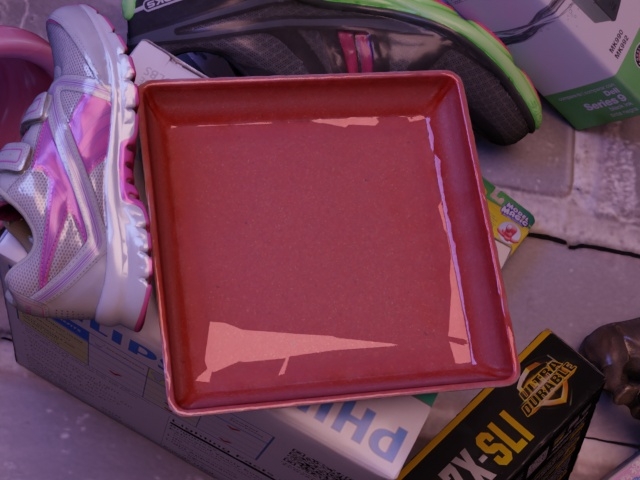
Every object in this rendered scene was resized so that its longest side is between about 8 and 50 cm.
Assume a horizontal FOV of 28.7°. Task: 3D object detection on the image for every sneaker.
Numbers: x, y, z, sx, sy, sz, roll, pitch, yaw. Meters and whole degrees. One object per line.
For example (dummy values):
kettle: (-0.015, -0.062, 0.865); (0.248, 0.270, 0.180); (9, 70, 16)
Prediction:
sneaker: (-0.185, -0.056, 0.892); (0.111, 0.103, 0.252); (-4, 69, -13)
sneaker: (0.011, -0.189, 1.337); (0.482, 0.185, 0.202); (17, 99, -17)

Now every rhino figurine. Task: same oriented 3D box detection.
rhino figurine: (0.388, 0.110, 1.341); (0.243, 0.073, 0.106); (-17, 42, -17)

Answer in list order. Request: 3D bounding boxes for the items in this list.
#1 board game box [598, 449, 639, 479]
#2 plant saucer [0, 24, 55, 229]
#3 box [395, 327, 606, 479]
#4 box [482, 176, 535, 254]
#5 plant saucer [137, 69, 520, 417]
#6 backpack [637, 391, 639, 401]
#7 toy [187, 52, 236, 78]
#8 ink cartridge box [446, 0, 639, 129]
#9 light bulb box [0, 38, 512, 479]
board game box: (0.446, 0.330, 1.281); (0.318, 0.066, 0.318); (-32, 78, -20)
plant saucer: (-0.376, -0.076, 1.131); (0.332, 0.332, 0.084); (-37, 73, -21)
box: (0.116, 0.259, 1.138); (0.322, 0.257, 0.079); (-41, 67, -21)
box: (0.145, 0.011, 1.354); (0.105, 0.043, 0.179); (39, 70, 5)
plant saucer: (0.000, 0.000, 0.937); (0.259, 0.048, 0.259); (-4, 70, -14)
backpack: (0.414, 0.208, 1.223); (0.151, 0.115, 0.182); (-11, 74, -17)
toy: (-0.057, -0.283, 1.415); (0.237, 0.056, 0.137); (-40, 81, -21)
ink cartridge box: (0.274, -0.298, 1.391); (0.289, 0.121, 0.211); (38, 66, -25)
light bulb box: (-0.074, 0.065, 1.119); (0.358, 0.361, 0.225); (30, 68, 0)
